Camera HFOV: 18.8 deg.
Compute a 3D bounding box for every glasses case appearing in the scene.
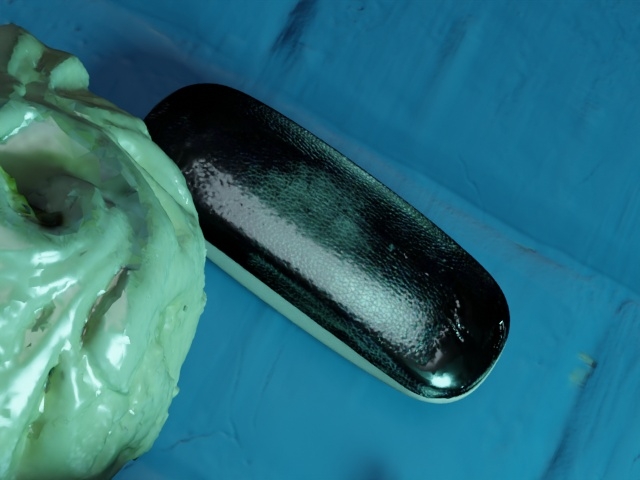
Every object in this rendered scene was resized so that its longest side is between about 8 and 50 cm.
[{"bbox_3d":[0.000,0.000,1.421,0.314,0.075,0.122,36,58,2],"label":"glasses case"}]

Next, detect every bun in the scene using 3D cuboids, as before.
[{"bbox_3d":[-0.226,0.005,1.227,0.360,0.211,0.359,17,44,-18],"label":"bun"}]
